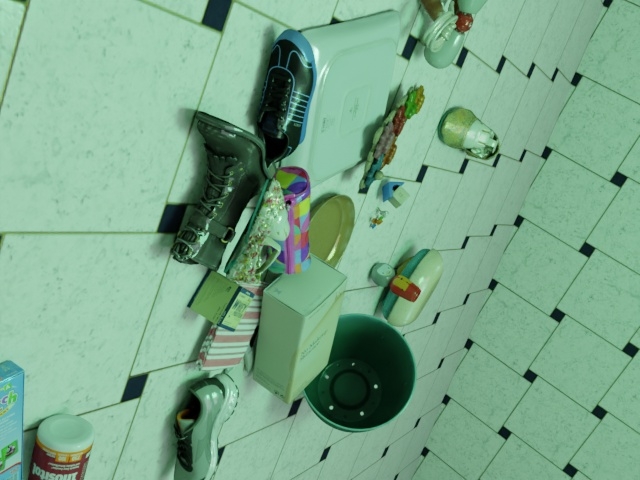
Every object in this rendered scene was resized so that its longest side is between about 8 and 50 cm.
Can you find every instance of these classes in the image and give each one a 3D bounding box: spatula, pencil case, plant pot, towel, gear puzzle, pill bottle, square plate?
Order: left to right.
[{"bbox_3d":[-0.411,0.357,1.085,0.086,0.086,0.151,-12,124,-58],"label":"pill bottle"},{"bbox_3d":[-0.175,0.170,1.395,0.144,0.029,0.197,17,97,-64],"label":"towel"},{"bbox_3d":[-0.161,0.213,1.490,0.168,0.019,0.242,-43,148,-34],"label":"spatula"},{"bbox_3d":[-0.065,-0.034,1.338,0.104,0.104,0.236,-45,151,-33],"label":"pencil case"},{"bbox_3d":[0.000,0.000,1.573,0.236,0.032,0.236,-42,146,-37],"label":"plant pot"},{"bbox_3d":[0.050,-0.268,1.396,0.344,0.049,0.347,-32,141,-48],"label":"square plate"},{"bbox_3d":[0.087,0.364,1.807,0.293,0.293,0.235,-53,168,-21],"label":"plant pot"},{"bbox_3d":[0.184,-0.252,1.603,0.339,0.044,0.175,-54,166,-45],"label":"gear puzzle"}]

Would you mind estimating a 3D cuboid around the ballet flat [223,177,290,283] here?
[{"bbox_3d":[-0.097,-0.010,1.197,0.091,0.077,0.241,-75,-168,-46],"label":"ballet flat"}]

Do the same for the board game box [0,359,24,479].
[{"bbox_3d":[-0.483,0.284,0.939,0.160,0.039,0.211,-25,136,-52],"label":"board game box"}]

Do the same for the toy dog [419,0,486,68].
[{"bbox_3d":[0.297,-0.562,1.512,0.333,0.161,0.220,-53,159,12],"label":"toy dog"}]

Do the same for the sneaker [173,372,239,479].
[{"bbox_3d":[-0.260,0.396,1.410,0.108,0.100,0.271,4,108,-47],"label":"sneaker"}]

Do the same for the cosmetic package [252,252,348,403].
[{"bbox_3d":[-0.049,0.197,1.516,0.160,0.113,0.309,-41,154,-39],"label":"cosmetic package"}]

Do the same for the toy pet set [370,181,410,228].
[{"bbox_3d":[0.170,-0.105,1.783,0.122,0.065,0.114,-47,-175,-25],"label":"toy pet set"}]

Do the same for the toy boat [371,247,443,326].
[{"bbox_3d":[0.248,0.127,2.052,0.267,0.148,0.318,-60,162,4],"label":"toy boat"}]

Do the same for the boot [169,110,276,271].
[{"bbox_3d":[-0.173,-0.064,1.126,0.229,0.091,0.263,-60,156,-8],"label":"boot"}]

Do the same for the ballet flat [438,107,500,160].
[{"bbox_3d":[0.453,-0.304,2.030,0.349,0.123,0.123,9,106,-63],"label":"ballet flat"}]

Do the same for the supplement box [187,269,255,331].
[{"bbox_3d":[-0.183,0.111,1.278,0.083,0.083,0.056,-61,154,-5],"label":"supplement box"}]

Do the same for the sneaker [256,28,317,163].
[{"bbox_3d":[-0.063,-0.235,1.175,0.090,0.082,0.232,-53,155,-43],"label":"sneaker"}]
